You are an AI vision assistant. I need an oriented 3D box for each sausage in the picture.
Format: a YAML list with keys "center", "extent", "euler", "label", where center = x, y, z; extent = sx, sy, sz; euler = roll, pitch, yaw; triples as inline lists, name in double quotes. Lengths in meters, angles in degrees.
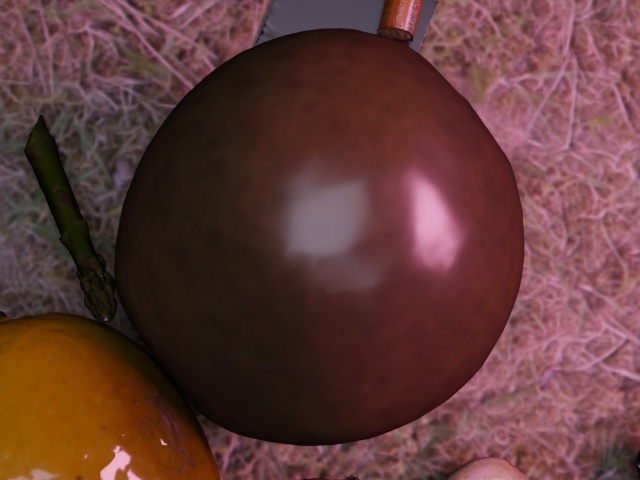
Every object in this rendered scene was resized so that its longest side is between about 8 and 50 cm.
- center: [0.073, -0.218, 1.084]
  extent: [0.031, 0.031, 0.107]
  euler: [14, 86, -1]
  label: "sausage"

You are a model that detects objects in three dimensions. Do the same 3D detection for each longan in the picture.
- center: [-0.001, 0.002, 0.949]
  extent: [0.297, 0.297, 0.297]
  euler: [0, 85, -2]
  label: "longan"

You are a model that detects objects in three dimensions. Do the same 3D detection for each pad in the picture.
- center: [0.040, -0.223, 1.101]
  extent: [0.127, 0.004, 0.190]
  euler: [22, 84, 0]
  label: "pad"

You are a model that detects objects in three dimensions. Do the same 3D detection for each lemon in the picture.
- center: [-0.191, 0.193, 0.938]
  extent: [0.260, 0.260, 0.284]
  euler: [-23, 105, -3]
  label: "lemon"

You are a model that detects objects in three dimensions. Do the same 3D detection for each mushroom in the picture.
- center: [0.132, 0.211, 1.036]
  extent: [0.083, 0.067, 0.084]
  euler: [-1, 85, 6]
  label: "mushroom"

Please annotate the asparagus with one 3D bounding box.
- center: [-0.190, -0.014, 1.008]
  extent: [0.027, 0.034, 0.236]
  euler: [-26, 50, -5]
  label: "asparagus"

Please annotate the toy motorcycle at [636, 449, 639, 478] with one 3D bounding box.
- center: [0.264, 0.252, 1.028]
  extent: [0.122, 0.082, 0.213]
  euler: [32, 87, 3]
  label: "toy motorcycle"

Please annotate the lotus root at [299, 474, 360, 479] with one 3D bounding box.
- center: [-0.033, 0.247, 1.021]
  extent: [0.179, 0.089, 0.080]
  euler: [-42, 47, 0]
  label: "lotus root"
